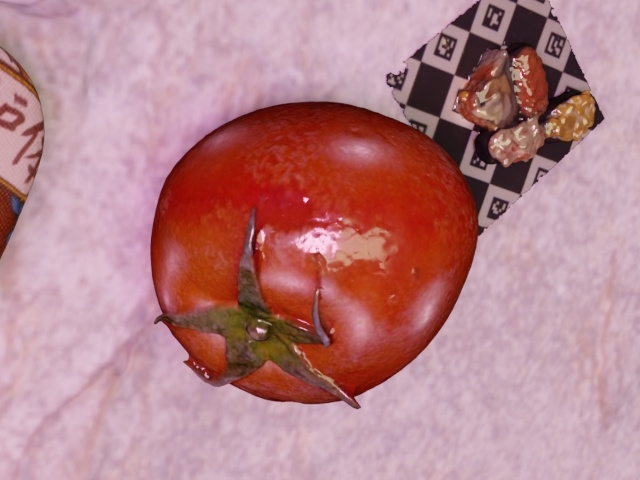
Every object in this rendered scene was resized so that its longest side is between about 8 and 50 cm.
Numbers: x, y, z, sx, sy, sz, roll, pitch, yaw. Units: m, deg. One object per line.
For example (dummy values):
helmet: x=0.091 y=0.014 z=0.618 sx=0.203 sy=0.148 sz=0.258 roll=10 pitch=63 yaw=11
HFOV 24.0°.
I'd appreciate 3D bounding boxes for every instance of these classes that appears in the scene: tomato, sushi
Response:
tomato: x=0.000 y=0.000 z=0.765 sx=0.167 sy=0.167 sz=0.167 roll=-9 pitch=108 yaw=-30
sushi: x=0.113 y=-0.081 z=0.883 sx=0.120 sy=0.026 sz=0.126 roll=-42 pitch=121 yaw=-15

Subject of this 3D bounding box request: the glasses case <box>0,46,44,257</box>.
glasses case: x=-0.233 y=0.045 z=0.663 sx=0.122 sy=0.082 sz=0.321 roll=27 pitch=88 yaw=-32
